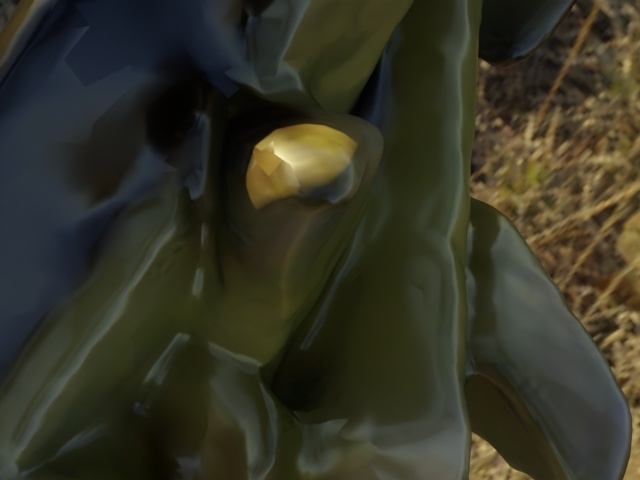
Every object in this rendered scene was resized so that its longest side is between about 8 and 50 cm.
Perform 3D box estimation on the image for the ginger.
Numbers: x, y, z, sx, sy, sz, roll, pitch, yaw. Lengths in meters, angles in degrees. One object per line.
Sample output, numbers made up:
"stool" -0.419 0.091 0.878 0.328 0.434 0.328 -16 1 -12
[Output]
"ginger" 0.000 0.000 0.508 0.211 0.413 0.358 34 21 -8
